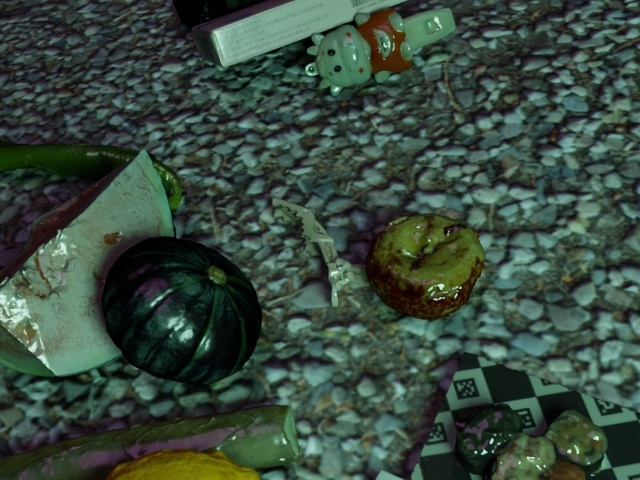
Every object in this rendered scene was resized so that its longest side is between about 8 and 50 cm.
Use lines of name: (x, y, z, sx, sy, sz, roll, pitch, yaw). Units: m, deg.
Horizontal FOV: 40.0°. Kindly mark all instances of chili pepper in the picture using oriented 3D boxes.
chili pepper: (-0.364, -0.111, 1.326, 0.359, 0.076, 0.085, 10, 23, 22)

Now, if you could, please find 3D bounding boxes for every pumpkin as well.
pumpkin: (-0.158, 0.078, 1.015, 0.150, 0.194, 0.194, -22, 41, 20)

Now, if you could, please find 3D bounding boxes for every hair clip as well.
hair clip: (0.000, 0.000, 1.156, 0.072, 0.034, 0.226, -21, 43, -14)

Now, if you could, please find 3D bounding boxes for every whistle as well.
whistle: (0.094, -0.309, 1.397, 0.253, 0.102, 0.106, -20, 41, -3)

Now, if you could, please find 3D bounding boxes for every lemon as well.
lemon: (-0.134, 0.269, 0.836, 0.187, 0.142, 0.142, -15, 44, -4)

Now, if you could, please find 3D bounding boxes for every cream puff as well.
cream puff: (0.128, 0.034, 1.058, 0.149, 0.084, 0.149, -3, 45, 3)

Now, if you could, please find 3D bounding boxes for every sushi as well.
sushi: (-0.171, -0.508, 1.583, 0.200, 0.204, 0.213, 6, 52, 12)
sushi: (0.209, 0.218, 0.861, 0.219, 0.047, 0.231, 18, 51, 18)

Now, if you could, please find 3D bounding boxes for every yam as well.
yam: (-0.209, 0.237, 0.935, 0.371, 0.083, 0.083, -13, 44, -2)

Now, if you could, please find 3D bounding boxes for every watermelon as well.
watermelon: (-0.296, 0.027, 1.088, 0.224, 0.180, 0.305, 23, 51, 12)

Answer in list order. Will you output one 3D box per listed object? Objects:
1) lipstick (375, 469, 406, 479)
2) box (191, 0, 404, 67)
lipstick: (0.102, 0.264, 0.874, 0.107, 0.025, 0.025, 20, 52, 22)
box: (-0.033, -0.381, 1.471, 0.343, 0.065, 0.200, -23, 20, -11)
